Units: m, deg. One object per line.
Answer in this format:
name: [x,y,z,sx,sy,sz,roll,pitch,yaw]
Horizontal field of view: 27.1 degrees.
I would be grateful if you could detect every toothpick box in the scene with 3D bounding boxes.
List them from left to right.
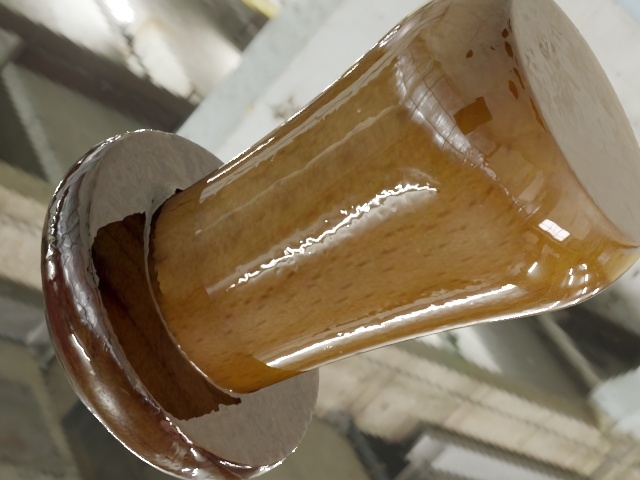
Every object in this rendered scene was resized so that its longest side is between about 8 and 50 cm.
toothpick box: [0.000,0.000,0.651,0.192,0.294,0.192,39,-143,-38]
